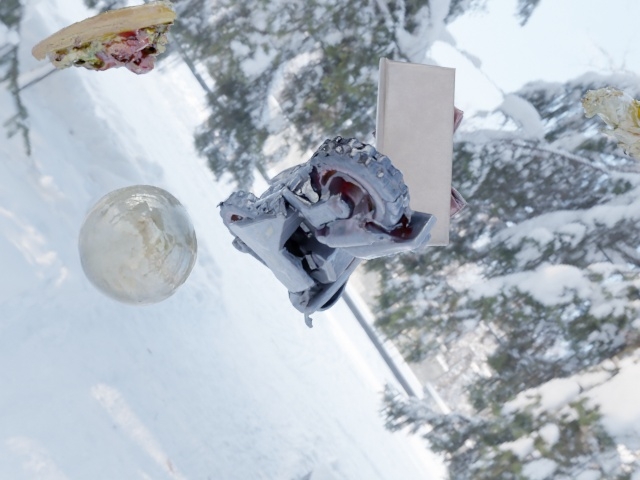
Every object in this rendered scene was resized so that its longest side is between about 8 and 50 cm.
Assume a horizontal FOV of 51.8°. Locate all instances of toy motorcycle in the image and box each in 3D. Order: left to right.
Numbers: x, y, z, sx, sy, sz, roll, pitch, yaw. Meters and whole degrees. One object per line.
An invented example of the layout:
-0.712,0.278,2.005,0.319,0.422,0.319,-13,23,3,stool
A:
0.000,0.000,0.468,0.122,0.080,0.215,46,-27,-15,toy motorcycle

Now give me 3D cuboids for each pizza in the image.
-0.268,-0.268,0.921,0.193,0.201,0.053,-17,91,-75,pizza
0.457,-0.161,0.939,0.297,0.071,0.189,16,43,-33,pizza

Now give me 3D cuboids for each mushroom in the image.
-0.316,0.002,1.140,0.206,0.206,0.209,56,-5,-23,mushroom

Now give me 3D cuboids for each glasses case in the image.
0.103,-0.086,0.690,0.070,0.102,0.193,154,-60,-79,glasses case
